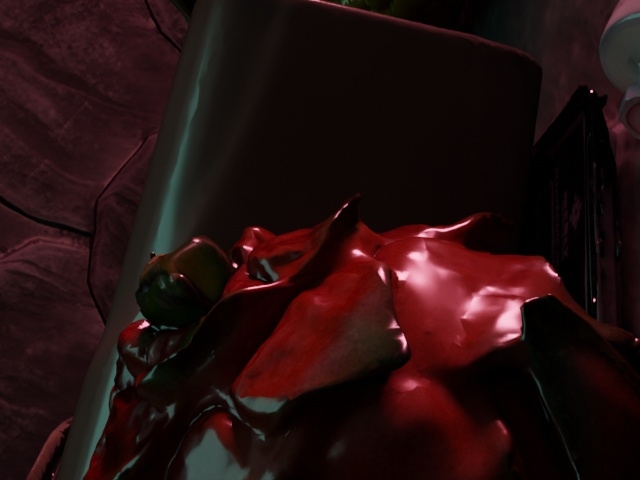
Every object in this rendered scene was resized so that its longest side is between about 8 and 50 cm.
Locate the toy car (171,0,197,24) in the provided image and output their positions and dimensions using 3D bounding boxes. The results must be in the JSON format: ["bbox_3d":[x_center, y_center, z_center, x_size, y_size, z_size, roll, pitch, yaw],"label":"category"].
[{"bbox_3d":[-0.056,-0.225,1.299,0.101,0.256,0.124,-121,36,-76],"label":"toy car"}]

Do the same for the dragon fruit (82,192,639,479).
[{"bbox_3d":[0.040,0.099,0.480,0.192,0.274,0.193,-43,-11,-24],"label":"dragon fruit"}]

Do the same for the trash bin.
[{"bbox_3d":[-0.007,0.029,0.685,0.219,0.219,0.250,154,128,-81],"label":"trash bin"}]

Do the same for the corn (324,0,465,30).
[{"bbox_3d":[0.040,-0.170,1.060,0.363,0.120,0.120,124,153,-68],"label":"corn"}]

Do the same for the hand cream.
[{"bbox_3d":[0.139,-0.099,0.541,0.084,0.053,0.142,113,178,-61],"label":"hand cream"}]

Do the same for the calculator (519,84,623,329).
[{"bbox_3d":[0.097,0.047,0.737,0.274,0.028,0.166,117,159,-68],"label":"calculator"}]
